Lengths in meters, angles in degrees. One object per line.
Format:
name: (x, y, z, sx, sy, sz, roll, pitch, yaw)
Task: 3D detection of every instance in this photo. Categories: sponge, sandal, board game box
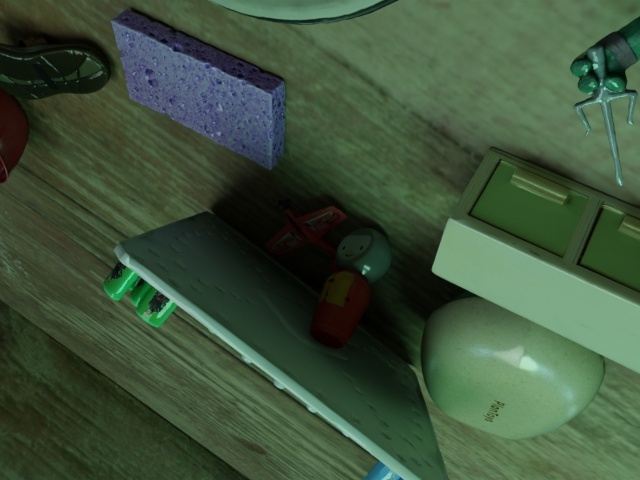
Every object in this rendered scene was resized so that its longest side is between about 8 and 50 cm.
sponge: (-0.135, -0.170, 0.739, 0.210, 0.031, 0.117, 28, 147, 14)
sandal: (-0.365, -0.237, 0.854, 0.219, 0.060, 0.090, 2, 143, 22)
board game box: (-0.034, 0.116, 0.778, 0.390, 0.050, 0.390, 38, -172, -2)

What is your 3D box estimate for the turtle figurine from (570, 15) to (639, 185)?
turtle figurine: (0.241, -0.112, 0.375, 0.175, 0.118, 0.234, 17, 157, 31)

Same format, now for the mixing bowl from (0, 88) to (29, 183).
mixing bowl: (-0.534, -0.188, 1.033, 0.181, 0.098, 0.181, 24, 145, 18)

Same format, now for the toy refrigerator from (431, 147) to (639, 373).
toy refrigerator: (0.246, 0.027, 0.566, 0.269, 0.102, 0.094, 27, 147, 16)

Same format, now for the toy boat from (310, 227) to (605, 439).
toy boat: (0.151, 0.095, 0.732, 0.318, 0.148, 0.267, 22, 151, 9)

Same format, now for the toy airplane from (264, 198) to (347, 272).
toy airplane: (0.000, 0.000, 0.834, 0.151, 0.028, 0.151, 18, 137, 17)

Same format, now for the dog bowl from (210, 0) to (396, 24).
dog bowl: (-0.037, -0.320, 0.300, 0.408, 0.150, 0.408, 33, 154, 18)
